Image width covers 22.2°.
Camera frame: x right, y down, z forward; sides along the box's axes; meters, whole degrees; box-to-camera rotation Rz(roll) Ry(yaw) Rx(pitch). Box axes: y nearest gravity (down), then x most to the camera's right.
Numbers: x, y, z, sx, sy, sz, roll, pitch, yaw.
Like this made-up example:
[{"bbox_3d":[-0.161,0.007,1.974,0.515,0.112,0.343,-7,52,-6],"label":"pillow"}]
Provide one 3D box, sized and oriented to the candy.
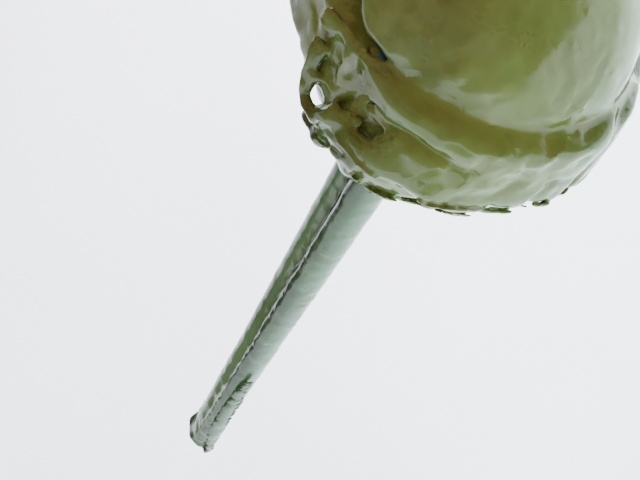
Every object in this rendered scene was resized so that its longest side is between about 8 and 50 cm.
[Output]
[{"bbox_3d":[0.000,0.000,0.502,0.093,0.335,0.092,39,-123,3],"label":"candy"}]
